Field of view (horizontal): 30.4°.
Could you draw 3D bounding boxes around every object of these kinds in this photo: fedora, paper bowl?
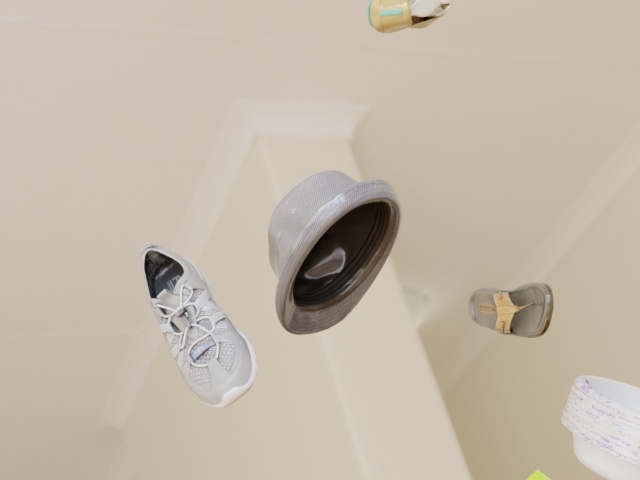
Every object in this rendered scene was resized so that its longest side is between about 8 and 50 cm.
[{"bbox_3d":[0.000,0.000,1.822,0.243,0.124,0.275,-9,-48,-46],"label":"fedora"},{"bbox_3d":[0.573,0.360,2.130,0.284,0.284,0.148,14,-81,-40],"label":"paper bowl"}]

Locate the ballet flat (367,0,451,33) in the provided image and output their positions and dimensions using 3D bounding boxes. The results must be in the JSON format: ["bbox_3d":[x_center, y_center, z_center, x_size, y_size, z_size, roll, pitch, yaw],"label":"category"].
[{"bbox_3d":[0.150,-0.343,1.714,0.073,0.080,0.232,0,22,32],"label":"ballet flat"}]

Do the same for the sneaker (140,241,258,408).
[{"bbox_3d":[-0.180,0.112,1.575,0.105,0.281,0.115,-41,-43,2],"label":"sneaker"}]

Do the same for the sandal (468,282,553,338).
[{"bbox_3d":[0.294,0.108,1.884,0.060,0.090,0.219,-1,3,-28],"label":"sandal"}]

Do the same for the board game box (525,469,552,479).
[{"bbox_3d":[0.425,0.589,2.071,0.233,0.347,0.078,-38,-49,-15],"label":"board game box"}]
